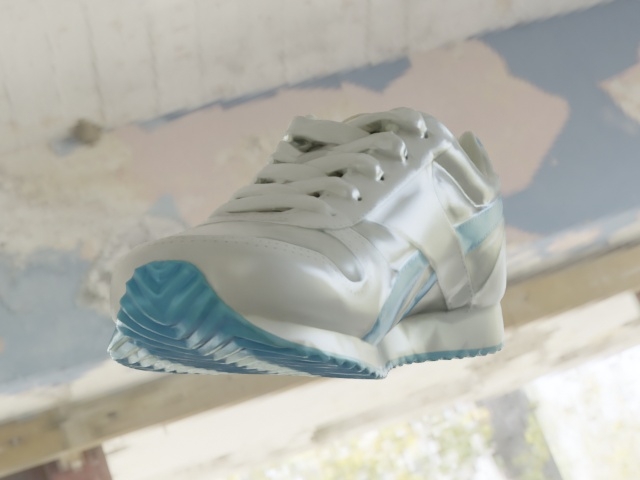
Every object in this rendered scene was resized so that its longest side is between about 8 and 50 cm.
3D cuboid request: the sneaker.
[{"bbox_3d":[0.000,0.000,0.499,0.087,0.092,0.228,0,2,24],"label":"sneaker"}]
